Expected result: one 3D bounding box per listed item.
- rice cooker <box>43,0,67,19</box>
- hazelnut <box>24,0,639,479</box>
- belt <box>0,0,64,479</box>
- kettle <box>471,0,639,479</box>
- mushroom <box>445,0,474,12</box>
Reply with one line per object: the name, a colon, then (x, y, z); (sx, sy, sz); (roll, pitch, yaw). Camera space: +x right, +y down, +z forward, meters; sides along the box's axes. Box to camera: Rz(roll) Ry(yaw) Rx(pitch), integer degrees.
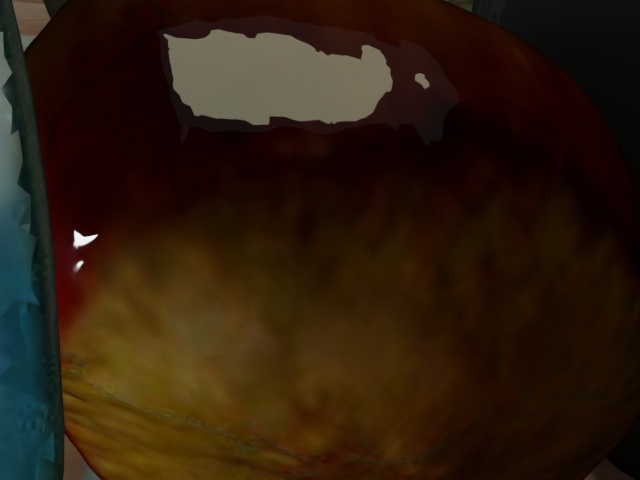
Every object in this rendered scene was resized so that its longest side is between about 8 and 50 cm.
rice cooker: (-0.061, -0.195, 1.035); (0.241, 0.227, 0.280); (-15, 23, 11)
hazelnut: (0.000, 0.000, 0.618); (0.251, 0.217, 0.217); (28, 8, -37)
belt: (-0.181, 0.015, 0.501); (0.173, 0.300, 0.436); (-2, 23, -16)
kettle: (0.194, -0.049, 0.815); (0.262, 0.203, 0.308); (-4, 29, -21)
mushroom: (0.162, -0.189, 1.239); (0.100, 0.081, 0.312); (8, 26, 22)
